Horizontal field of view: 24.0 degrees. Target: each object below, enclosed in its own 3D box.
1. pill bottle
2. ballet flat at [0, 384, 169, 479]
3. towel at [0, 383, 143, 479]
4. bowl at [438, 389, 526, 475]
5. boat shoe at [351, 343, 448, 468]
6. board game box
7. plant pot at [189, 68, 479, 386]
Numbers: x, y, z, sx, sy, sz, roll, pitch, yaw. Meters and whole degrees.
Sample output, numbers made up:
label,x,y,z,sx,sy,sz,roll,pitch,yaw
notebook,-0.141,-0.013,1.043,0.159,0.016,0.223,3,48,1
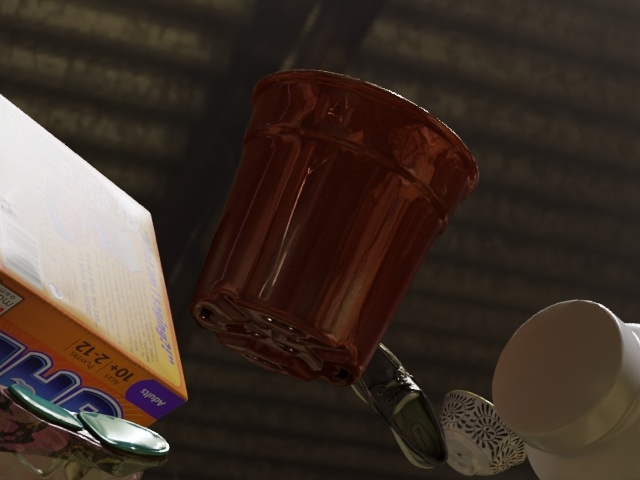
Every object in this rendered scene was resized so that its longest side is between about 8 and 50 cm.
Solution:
label,x,y,z,sx,sy,sz,roll,pitch,yaw
pill bottle,0.388,0.244,1.779,0.229,0.229,0.408,-34,-52,23
ballet flat,-0.250,0.206,1.506,0.221,0.077,0.079,27,-82,-47
towel,-0.390,0.322,1.721,0.317,0.053,0.331,22,-77,2
bowl,0.251,0.338,2.507,0.080,0.170,0.170,-43,-28,-28
boat shoe,0.111,0.221,2.098,0.080,0.223,0.073,-35,4,-19
board game box,-0.442,0.088,1.961,0.356,0.356,0.356,-34,-46,17
plant pot,0.000,0.000,1.637,0.272,0.265,0.272,20,-20,8
